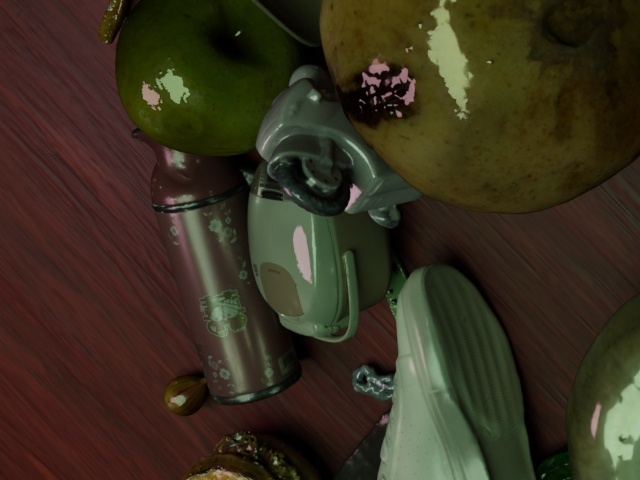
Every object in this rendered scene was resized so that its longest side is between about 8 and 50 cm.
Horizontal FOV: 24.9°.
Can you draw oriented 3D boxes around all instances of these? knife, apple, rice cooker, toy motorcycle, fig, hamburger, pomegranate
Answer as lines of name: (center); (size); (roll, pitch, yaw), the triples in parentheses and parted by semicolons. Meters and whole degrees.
knife: (0.119, 0.129, 1.573); (0.043, 0.020, 0.293); (-20, 100, 32)
apple: (-0.113, -0.174, 1.471); (0.196, 0.196, 0.157); (49, 138, 3)
rice cooker: (0.000, 0.000, 1.508); (0.145, 0.127, 0.206); (13, 120, 55)
toy motorcycle: (0.029, -0.103, 1.379); (0.171, 0.260, 0.110); (52, 129, 17)
fig: (-0.154, 0.176, 1.748); (0.050, 0.050, 0.083); (45, 108, 5)
hamburger: (-0.078, 0.309, 1.714); (0.181, 0.118, 0.191); (-4, 113, 29)
pomegranate: (0.150, -0.182, 1.238); (0.322, 0.322, 0.322); (13, 118, 26)

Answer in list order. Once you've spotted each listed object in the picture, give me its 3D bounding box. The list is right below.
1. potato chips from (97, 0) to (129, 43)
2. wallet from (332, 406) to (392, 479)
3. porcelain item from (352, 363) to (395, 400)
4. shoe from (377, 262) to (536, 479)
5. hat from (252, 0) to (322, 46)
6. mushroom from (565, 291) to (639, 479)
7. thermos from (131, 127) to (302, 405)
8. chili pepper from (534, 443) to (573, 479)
potato chips: (-0.211, -0.312, 1.562); (0.026, 0.037, 0.204); (21, 116, 10)
wallet: (0.159, 0.331, 1.629); (0.309, 0.042, 0.165); (42, 125, 8)
porcelain item: (0.071, 0.161, 1.612); (0.083, 0.028, 0.036); (17, 103, 25)
shoe: (0.123, 0.206, 1.525); (0.160, 0.132, 0.363); (-13, 94, 38)
hat: (-0.047, -0.282, 1.440); (0.144, 0.166, 0.173); (25, 152, 48)
mushroom: (0.388, 0.189, 1.282); (0.352, 0.260, 0.352); (9, 113, 22)
thermos: (-0.103, 0.009, 1.594); (0.136, 0.109, 0.330); (-4, 109, 36)
chili pepper: (0.348, 0.265, 1.472); (0.279, 0.065, 0.122); (23, 135, 23)
